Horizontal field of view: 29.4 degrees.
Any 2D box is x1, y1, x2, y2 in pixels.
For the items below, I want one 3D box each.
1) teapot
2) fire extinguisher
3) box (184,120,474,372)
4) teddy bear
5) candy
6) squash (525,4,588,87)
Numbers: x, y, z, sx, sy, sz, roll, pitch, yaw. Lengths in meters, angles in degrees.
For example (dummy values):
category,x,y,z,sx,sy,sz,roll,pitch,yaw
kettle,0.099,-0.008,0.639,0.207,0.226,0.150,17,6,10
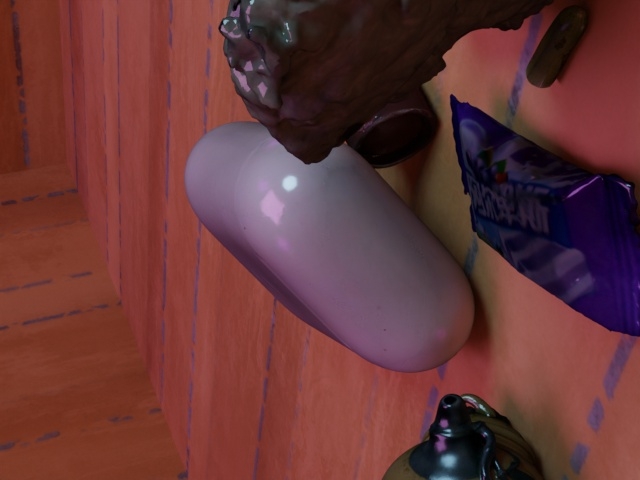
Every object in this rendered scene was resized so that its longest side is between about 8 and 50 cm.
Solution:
category,x,y,z,sx,sy,sz,roll,pitch,yaw
teapot,0.147,0.243,1.165,0.269,0.173,0.182,64,-147,-46
fire extinguisher,0.028,-0.203,1.288,0.105,0.105,0.269,107,145,-53
box,0.001,-0.001,1.284,0.288,0.141,0.349,48,171,-21
teddy bear,0.050,-0.221,0.838,0.224,0.367,0.357,40,146,24
candy,0.182,-0.026,1.016,0.275,0.070,0.145,39,146,57
squash,0.190,-0.157,0.974,0.083,0.027,0.027,111,142,-57
